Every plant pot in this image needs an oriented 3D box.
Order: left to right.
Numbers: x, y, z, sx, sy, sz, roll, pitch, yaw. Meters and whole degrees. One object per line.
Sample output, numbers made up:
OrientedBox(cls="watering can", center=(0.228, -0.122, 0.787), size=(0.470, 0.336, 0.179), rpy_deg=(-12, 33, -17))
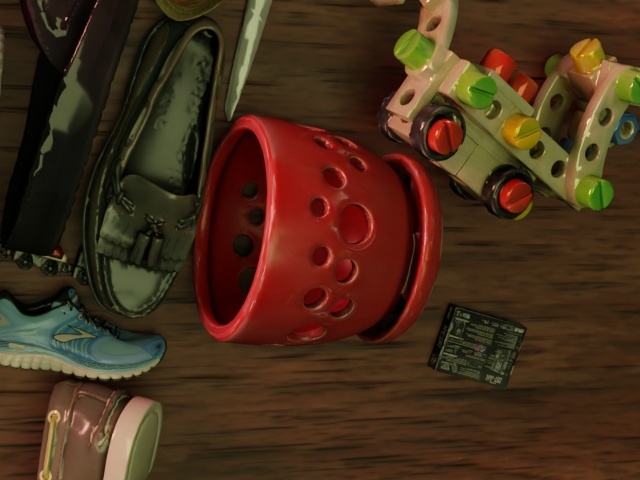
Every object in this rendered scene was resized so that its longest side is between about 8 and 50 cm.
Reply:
OrientedBox(cls="plant pot", center=(0.000, 0.000, 1.011), size=(0.174, 0.191, 0.191), rpy_deg=(9, 98, -21))

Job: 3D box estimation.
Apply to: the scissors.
OrientedBox(cls="scissors", center=(-0.033, -0.252, 1.037), size=(0.109, 0.021, 0.297), rpy_deg=(-2, 101, -17))

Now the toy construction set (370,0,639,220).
OrientedBox(cls="toy construction set", center=(0.167, -0.143, 1.053), size=(0.327, 0.151, 0.215), rpy_deg=(35, 90, -20))

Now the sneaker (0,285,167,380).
OrientedBox(cls="sneaker", center=(-0.210, 0.078, 1.027), size=(0.162, 0.063, 0.073), rpy_deg=(9, 95, -19))

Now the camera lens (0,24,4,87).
OrientedBox(cls="camera lens", center=(-0.381, -0.082, 0.856), size=(0.274, 0.219, 0.219), rpy_deg=(8, 99, -19))

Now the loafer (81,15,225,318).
OrientedBox(cls="loafer", center=(-0.137, -0.062, 0.996), size=(0.096, 0.084, 0.268), rpy_deg=(12, 90, -22))

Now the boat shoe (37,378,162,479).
OrientedBox(cls="boat shoe", center=(-0.218, 0.264, 1.044), size=(0.091, 0.109, 0.305), rpy_deg=(18, 107, 8))

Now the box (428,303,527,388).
OrientedBox(cls="box", center=(0.155, 0.105, 1.171), size=(0.083, 0.018, 0.067), rpy_deg=(16, 96, -20))

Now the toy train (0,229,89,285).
OrientedBox(cls="toy train", center=(-0.245, 0.009, 1.020), size=(0.158, 0.027, 0.036), rpy_deg=(16, 92, -21))

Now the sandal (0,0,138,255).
OrientedBox(cls="sandal", center=(-0.200, -0.207, 0.916), size=(0.107, 0.167, 0.446), rpy_deg=(14, 97, -21))

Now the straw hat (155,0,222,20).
OrientedBox(cls="straw hat", center=(-0.074, -0.243, 0.988), size=(0.061, 0.144, 0.144), rpy_deg=(16, 97, -45))
